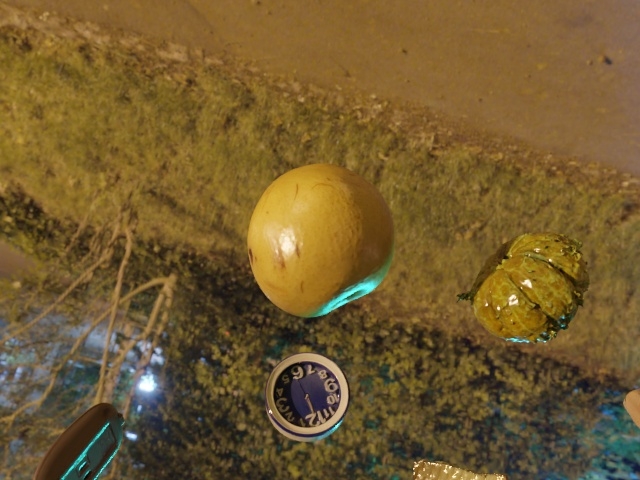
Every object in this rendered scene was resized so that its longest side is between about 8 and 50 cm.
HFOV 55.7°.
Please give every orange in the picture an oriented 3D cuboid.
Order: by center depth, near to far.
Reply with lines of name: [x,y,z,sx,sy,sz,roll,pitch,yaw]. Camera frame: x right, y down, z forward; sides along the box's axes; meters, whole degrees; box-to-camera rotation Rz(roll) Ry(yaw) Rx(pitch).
orange: [0.513,0.115,1.481,0.223,0.301,0.300,43,156,-12]

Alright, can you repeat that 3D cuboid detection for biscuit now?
biscuit: [0.375,0.695,1.629,0.274,0.187,0.036,0,174,36]

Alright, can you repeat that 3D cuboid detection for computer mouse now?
computer mouse: [-0.438,0.396,1.094,0.057,0.232,0.120,1,118,17]
computer mouse: [0.848,0.440,1.466,0.145,0.081,0.236,2,-166,-11]

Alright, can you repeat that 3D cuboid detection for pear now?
pear: [0.000,0.000,1.379,0.348,0.348,0.348,12,161,4]

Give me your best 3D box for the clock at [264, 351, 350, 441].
clock: [-0.037,0.423,1.647,0.231,0.230,0.083,13,149,1]
